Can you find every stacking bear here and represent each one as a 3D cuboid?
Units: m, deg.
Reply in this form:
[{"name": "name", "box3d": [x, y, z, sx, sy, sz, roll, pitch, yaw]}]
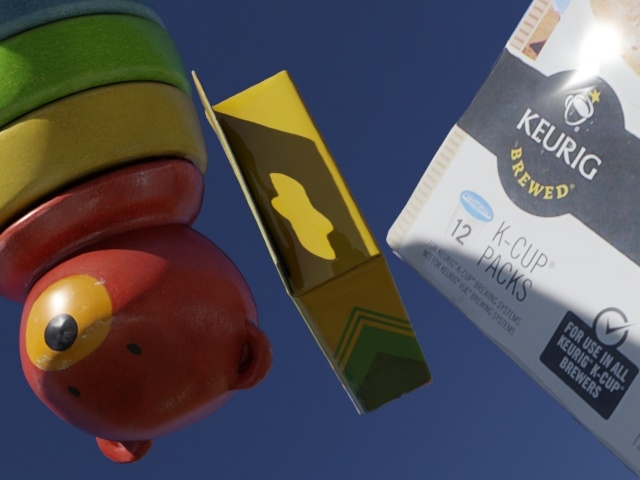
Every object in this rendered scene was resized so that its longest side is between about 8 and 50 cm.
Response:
[{"name": "stacking bear", "box3d": [-0.128, -0.036, 0.618, 0.175, 0.289, 0.164, -31, -14, 15]}]

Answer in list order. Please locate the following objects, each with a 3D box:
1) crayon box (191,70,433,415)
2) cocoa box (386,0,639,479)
[{"name": "crayon box", "box3d": [0.000, 0.000, 1.062, 0.081, 0.202, 0.318, -26, -30, 1]}, {"name": "cocoa box", "box3d": [0.245, 0.017, 0.452, 0.231, 0.347, 0.228, 16, -69, -43]}]
